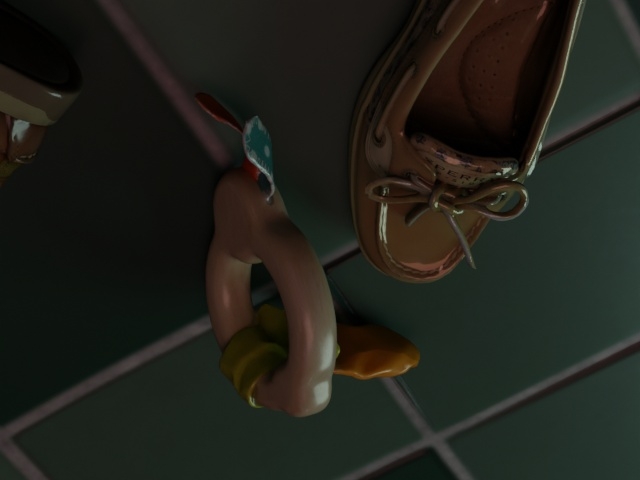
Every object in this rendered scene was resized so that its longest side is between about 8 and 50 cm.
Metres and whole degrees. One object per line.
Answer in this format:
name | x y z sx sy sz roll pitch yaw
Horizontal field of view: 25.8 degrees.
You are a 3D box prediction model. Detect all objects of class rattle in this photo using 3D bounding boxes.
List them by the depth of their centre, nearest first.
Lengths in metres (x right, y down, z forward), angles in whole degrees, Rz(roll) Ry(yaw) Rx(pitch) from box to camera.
rattle | 0.000 0.000 0.867 0.143 0.130 0.199 -9 98 -15

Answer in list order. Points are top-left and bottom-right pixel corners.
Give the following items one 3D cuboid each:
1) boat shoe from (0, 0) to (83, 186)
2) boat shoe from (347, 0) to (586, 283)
boat shoe | -0.278 -0.117 0.723 0.307 0.110 0.104 32 113 -25
boat shoe | 0.084 -0.083 0.807 0.105 0.089 0.285 6 123 -12
